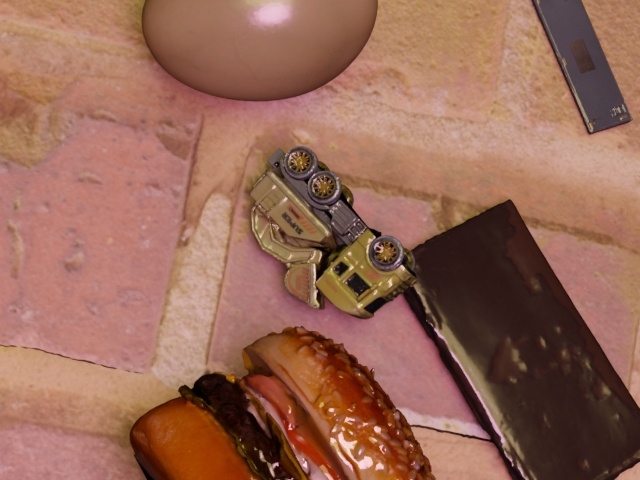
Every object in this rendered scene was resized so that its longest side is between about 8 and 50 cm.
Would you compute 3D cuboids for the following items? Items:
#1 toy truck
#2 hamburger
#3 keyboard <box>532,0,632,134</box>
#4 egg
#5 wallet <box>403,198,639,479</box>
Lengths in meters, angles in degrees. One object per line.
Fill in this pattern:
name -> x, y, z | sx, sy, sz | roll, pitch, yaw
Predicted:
toy truck -> 0.000, 0.000, 1.438 | 0.116, 0.085, 0.191 | -44, 77, 4
hamburger -> -0.024, 0.217, 1.285 | 0.225, 0.291, 0.291 | -31, 83, -13
keyboard -> 0.293, -0.206, 1.609 | 0.055, 0.014, 0.176 | -18, 79, -16
egg -> -0.060, -0.233, 1.447 | 0.241, 0.186, 0.186 | -17, 78, -12
wallet -> 0.212, 0.120, 1.481 | 0.165, 0.042, 0.310 | -28, 81, -18
